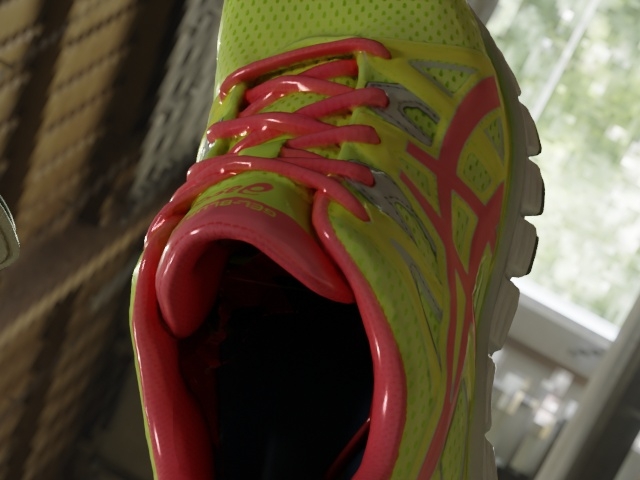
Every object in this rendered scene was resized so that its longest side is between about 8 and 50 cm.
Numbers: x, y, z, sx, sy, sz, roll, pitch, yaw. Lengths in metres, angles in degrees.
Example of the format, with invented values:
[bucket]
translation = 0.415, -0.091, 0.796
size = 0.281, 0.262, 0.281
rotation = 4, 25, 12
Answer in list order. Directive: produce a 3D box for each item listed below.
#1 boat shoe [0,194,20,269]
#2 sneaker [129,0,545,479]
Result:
[boat shoe]
translation = -0.278, -0.062, 1.154
size = 0.095, 0.079, 0.254
rotation = -28, -41, 21
[sneaker]
translation = 0.000, 0.000, 0.403
size = 0.094, 0.081, 0.208
rotation = 47, -146, -53
